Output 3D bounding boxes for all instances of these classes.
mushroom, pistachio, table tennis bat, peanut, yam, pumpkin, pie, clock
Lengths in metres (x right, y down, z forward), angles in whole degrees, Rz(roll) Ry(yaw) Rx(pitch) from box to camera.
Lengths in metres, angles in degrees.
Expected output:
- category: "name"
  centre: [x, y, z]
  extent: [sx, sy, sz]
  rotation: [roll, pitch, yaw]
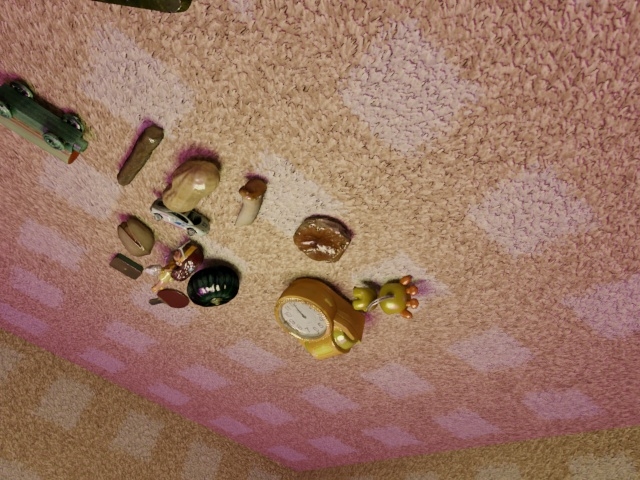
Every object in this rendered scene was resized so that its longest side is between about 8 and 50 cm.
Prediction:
- category: "mushroom"
  centre: [-0.224, -0.104, 1.361]
  extent: [0.071, 0.084, 0.209]
  rotation: [39, 141, 8]
- category: "pistachio"
  centre: [-0.668, -0.009, 1.584]
  extent: [0.113, 0.113, 0.149]
  rotation: [-12, 132, 29]
- category: "table tennis bat"
  centre: [-0.677, 0.263, 1.944]
  extent: [0.221, 0.019, 0.130]
  rotation: [-13, 131, 27]
- category: "peanut"
  centre: [-0.404, -0.163, 1.329]
  extent: [0.257, 0.123, 0.123]
  rotation: [-25, 124, 41]
- category: "yam"
  centre: [-0.550, -0.250, 1.324]
  extent: [0.061, 0.061, 0.274]
  rotation: [37, 136, -21]
- category: "pumpkin"
  centre: [-0.402, 0.178, 1.651]
  extent: [0.202, 0.140, 0.202]
  rotation: [-11, 153, -5]
- category: "pie"
  centre: [0.000, 0.000, 1.417]
  extent: [0.195, 0.046, 0.195]
  rotation: [10, 137, 10]
- category: "clock"
  centre: [-0.017, 0.281, 1.627]
  extent: [0.244, 0.200, 0.317]
  rotation: [-30, 112, 35]

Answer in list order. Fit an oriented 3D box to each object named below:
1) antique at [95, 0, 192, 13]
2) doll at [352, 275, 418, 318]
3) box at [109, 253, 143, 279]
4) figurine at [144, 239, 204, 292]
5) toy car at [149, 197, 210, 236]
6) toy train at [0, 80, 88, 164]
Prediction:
- category: "antique"
  centre: [-0.383, -0.548, 0.935]
  extent: [0.221, 0.080, 0.081]
  rotation: [12, 139, 4]
- category: "doll"
  centre: [0.230, 0.195, 1.498]
  extent: [0.221, 0.142, 0.135]
  rotation: [-6, 162, 32]
- category: "box"
  centre: [-0.799, 0.107, 1.809]
  extent: [0.126, 0.031, 0.091]
  rotation: [36, 135, -20]
- category: "figurine"
  centre: [-0.535, 0.101, 1.610]
  extent: [0.240, 0.174, 0.115]
  rotation: [-30, 97, 17]
- category: "toy car"
  centre: [-0.462, -0.079, 1.454]
  extent: [0.205, 0.095, 0.056]
  rotation: [24, 119, -8]
- category: "toy train"
  centre: [-0.834, -0.338, 1.295]
  extent: [0.285, 0.116, 0.177]
  rotation: [33, 148, -18]
